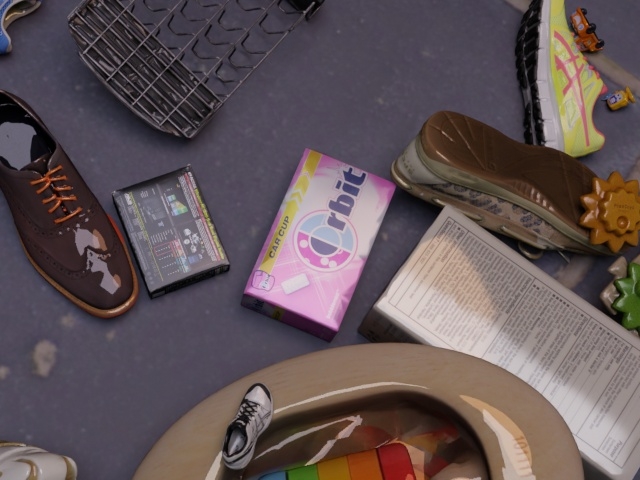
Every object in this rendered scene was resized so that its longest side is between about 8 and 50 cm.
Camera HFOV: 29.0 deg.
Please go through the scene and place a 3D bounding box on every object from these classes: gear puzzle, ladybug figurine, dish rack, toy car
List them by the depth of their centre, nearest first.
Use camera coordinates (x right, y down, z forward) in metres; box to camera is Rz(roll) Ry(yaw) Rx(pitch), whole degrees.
[{"bbox_3d":[0.025,0.262,1.183,0.449,0.162,0.305,-10,70,3],"label":"ladybug figurine"},{"bbox_3d":[0.402,0.058,1.327,0.175,0.044,0.339,-42,98,-16],"label":"gear puzzle"},{"bbox_3d":[-0.136,-0.255,1.358,0.208,0.074,0.271,44,79,-15],"label":"dish rack"},{"bbox_3d":[0.317,-0.208,1.436,0.041,0.060,0.122,-28,70,18],"label":"toy car"}]

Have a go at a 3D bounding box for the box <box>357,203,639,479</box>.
[{"bbox_3d":[0.209,0.118,1.291,0.311,0.121,0.148,37,73,4],"label":"box"}]

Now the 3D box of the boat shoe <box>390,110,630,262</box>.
[{"bbox_3d":[0.213,-0.050,1.351,0.285,0.089,0.104,26,48,-19],"label":"boat shoe"}]

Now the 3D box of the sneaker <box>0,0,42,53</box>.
[{"bbox_3d":[-0.338,-0.302,1.377,0.081,0.080,0.211,29,82,-5],"label":"sneaker"}]

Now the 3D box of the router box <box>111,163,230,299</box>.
[{"bbox_3d":[-0.161,-0.009,1.328,0.092,0.038,0.122,-20,78,-11],"label":"router box"}]

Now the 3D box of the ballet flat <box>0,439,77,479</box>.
[{"bbox_3d":[-0.244,0.264,1.126,0.123,0.123,0.348,-33,48,-15],"label":"ballet flat"}]

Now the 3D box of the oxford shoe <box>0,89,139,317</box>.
[{"bbox_3d":[-0.283,-0.038,1.289,0.097,0.098,0.271,-35,81,-15],"label":"oxford shoe"}]

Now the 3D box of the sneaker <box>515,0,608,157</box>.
[{"bbox_3d":[0.280,-0.188,1.415,0.094,0.081,0.208,-2,85,-8],"label":"sneaker"}]

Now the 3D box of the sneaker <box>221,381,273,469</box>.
[{"bbox_3d":[-0.066,0.166,1.121,0.032,0.037,0.083,12,69,15],"label":"sneaker"}]

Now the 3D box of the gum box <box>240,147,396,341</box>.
[{"bbox_3d":[0.000,0.000,1.331,0.107,0.062,0.188,23,72,0],"label":"gum box"}]
